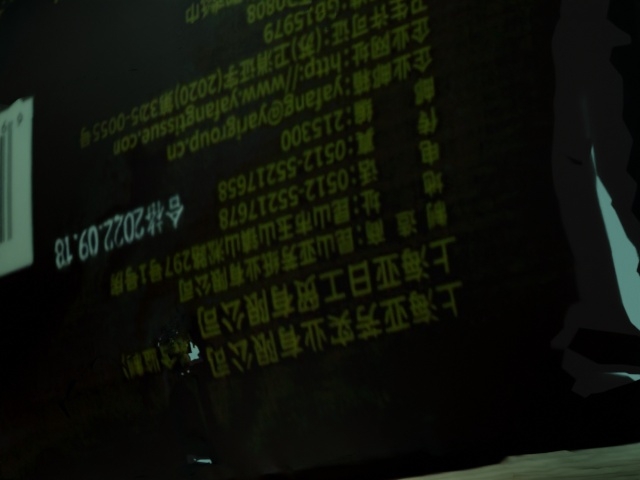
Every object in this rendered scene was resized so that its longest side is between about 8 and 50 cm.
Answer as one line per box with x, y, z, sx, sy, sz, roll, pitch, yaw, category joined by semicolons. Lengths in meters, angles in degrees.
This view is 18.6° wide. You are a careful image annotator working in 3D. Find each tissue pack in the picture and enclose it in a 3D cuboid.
0.000;0.000;0.576;0.370;0.198;0.210;-15;74;44;tissue pack
